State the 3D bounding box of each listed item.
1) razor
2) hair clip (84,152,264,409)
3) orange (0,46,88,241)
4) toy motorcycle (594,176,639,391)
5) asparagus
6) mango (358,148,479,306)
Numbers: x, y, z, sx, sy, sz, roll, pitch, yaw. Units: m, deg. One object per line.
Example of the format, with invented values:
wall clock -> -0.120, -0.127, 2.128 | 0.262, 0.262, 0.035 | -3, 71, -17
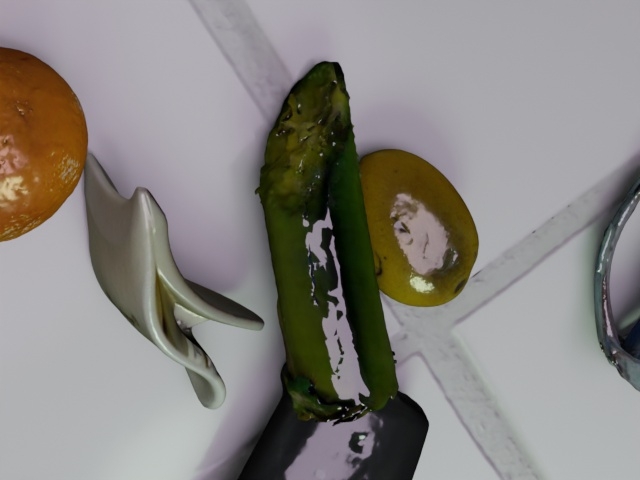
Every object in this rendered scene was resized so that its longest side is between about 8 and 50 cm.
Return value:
razor -> -0.013, 0.315, 1.144 | 0.205, 0.113, 0.348 | 23, 96, -19
hair clip -> -0.164, 0.056, 1.010 | 0.113, 0.172, 0.282 | -47, 125, -11
orange -> -0.309, -0.087, 0.905 | 0.193, 0.193, 0.161 | -48, 148, -1
toy motorcycle -> 0.470, 0.044, 1.192 | 0.241, 0.182, 0.319 | 25, 97, -22
asparagus -> 0.000, 0.000, 1.035 | 0.129, 0.108, 0.381 | -11, 94, -23
mango -> 0.102, -0.014, 1.104 | 0.137, 0.098, 0.195 | -35, 107, -3
